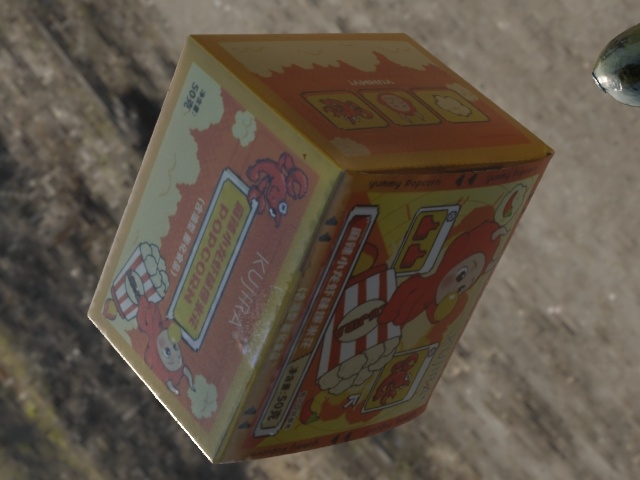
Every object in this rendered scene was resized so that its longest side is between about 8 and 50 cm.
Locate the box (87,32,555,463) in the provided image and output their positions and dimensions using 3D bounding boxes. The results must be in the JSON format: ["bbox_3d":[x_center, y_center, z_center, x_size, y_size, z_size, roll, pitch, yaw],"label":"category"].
[{"bbox_3d":[0.000,0.000,1.284,0.214,0.259,0.283,41,123,32],"label":"box"}]

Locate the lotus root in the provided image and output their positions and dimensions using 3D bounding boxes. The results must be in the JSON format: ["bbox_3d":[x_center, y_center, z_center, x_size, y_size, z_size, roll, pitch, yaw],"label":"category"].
[{"bbox_3d":[0.340,-0.171,1.441,0.089,0.179,0.080,61,-157,-23],"label":"lotus root"}]
